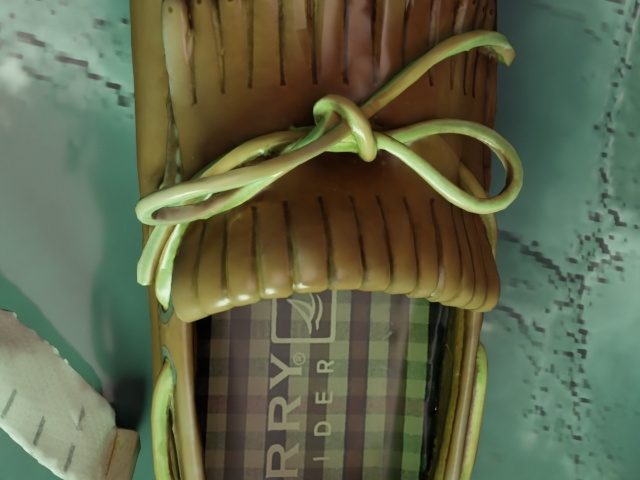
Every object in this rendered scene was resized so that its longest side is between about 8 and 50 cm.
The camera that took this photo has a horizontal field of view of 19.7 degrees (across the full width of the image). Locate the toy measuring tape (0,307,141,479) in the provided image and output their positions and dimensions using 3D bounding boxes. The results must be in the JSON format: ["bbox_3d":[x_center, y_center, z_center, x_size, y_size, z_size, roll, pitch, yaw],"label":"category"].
[{"bbox_3d":[-0.197,0.004,0.602,0.121,0.121,0.330,-44,126,-2],"label":"toy measuring tape"}]

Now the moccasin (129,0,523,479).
[{"bbox_3d":[-0.003,0.000,0.613,0.139,0.147,0.380,5,101,-16],"label":"moccasin"}]
